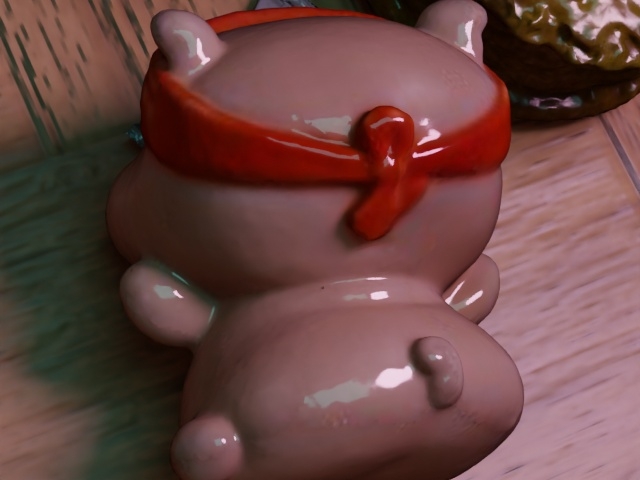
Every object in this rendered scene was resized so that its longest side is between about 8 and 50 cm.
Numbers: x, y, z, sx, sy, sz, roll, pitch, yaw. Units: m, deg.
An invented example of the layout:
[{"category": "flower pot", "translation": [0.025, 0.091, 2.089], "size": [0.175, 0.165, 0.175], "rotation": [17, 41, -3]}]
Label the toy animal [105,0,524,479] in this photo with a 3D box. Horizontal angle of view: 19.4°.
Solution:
[{"category": "toy animal", "translation": [0.000, 0.000, 0.727], "size": [0.171, 0.171, 0.197], "rotation": [-1, 78, -17]}]

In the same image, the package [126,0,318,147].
[{"category": "package", "translation": [-0.038, -0.071, 0.814], "size": [0.037, 0.015, 0.110], "rotation": [39, 62, 2]}]

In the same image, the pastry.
[{"category": "pastry", "translation": [0.106, -0.147, 0.838], "size": [0.189, 0.103, 0.188], "rotation": [6, 69, -15]}]
